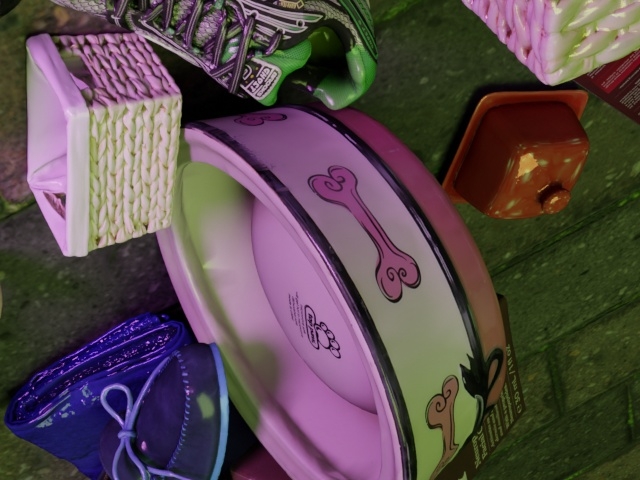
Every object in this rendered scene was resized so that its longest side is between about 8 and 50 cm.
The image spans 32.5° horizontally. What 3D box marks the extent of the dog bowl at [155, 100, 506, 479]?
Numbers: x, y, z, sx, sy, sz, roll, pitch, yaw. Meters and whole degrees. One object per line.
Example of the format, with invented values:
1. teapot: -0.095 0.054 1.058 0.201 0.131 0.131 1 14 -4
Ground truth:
1. dog bowl: 0.006 0.053 1.016 0.150 0.408 0.408 -28 144 -24

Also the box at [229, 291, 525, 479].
1. box: 0.082 0.226 1.276 0.381 0.143 0.191 -41 130 -36

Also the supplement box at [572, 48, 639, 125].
1. supplement box: 0.321 -0.219 1.165 0.239 0.073 0.130 21 120 -44

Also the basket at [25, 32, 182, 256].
1. basket: -0.188 -0.086 0.949 0.103 0.113 0.167 -14 139 -27

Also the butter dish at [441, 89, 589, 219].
1. butter dish: 0.236 -0.077 1.228 0.160 0.118 0.160 -5 135 -28

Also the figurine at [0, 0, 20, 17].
1. figurine: -0.332 -0.178 0.786 0.209 0.092 0.215 -48 139 8

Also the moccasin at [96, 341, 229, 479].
1. moccasin: -0.180 0.234 1.170 0.117 0.137 0.342 2 136 -20

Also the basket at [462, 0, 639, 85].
1. basket: 0.227 -0.347 0.808 0.331 0.266 0.328 -23 142 -9

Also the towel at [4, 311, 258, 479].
1. towel: -0.198 0.204 1.298 0.228 0.076 0.308 -27 143 6

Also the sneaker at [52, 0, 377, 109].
1. sneaker: -0.076 -0.189 0.844 0.343 0.146 0.134 5 147 -41

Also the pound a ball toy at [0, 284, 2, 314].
1. pound a ball toy: -0.414 0.172 1.064 0.208 0.135 0.319 -8 137 -26
